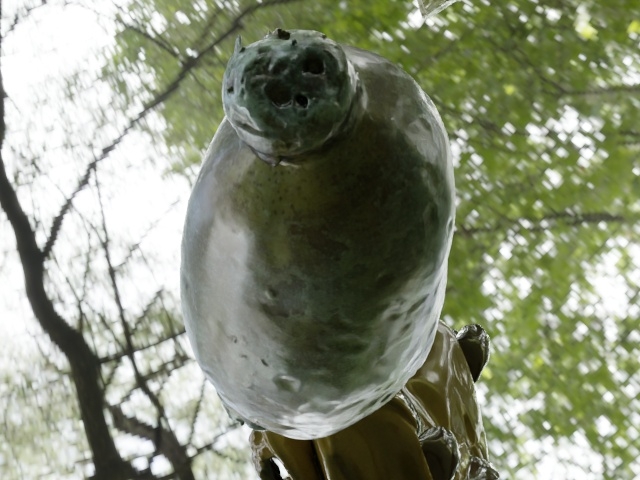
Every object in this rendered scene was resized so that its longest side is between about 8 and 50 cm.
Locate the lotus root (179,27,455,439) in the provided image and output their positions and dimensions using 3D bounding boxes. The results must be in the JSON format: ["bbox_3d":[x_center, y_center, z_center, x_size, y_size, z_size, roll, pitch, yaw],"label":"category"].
[{"bbox_3d":[0.003,0.000,0.821,0.175,0.175,0.349,-12,-30,-13],"label":"lotus root"}]

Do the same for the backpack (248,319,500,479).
[{"bbox_3d":[0.080,0.241,1.455,0.201,0.353,0.378,-19,-72,20],"label":"backpack"}]

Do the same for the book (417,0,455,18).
[{"bbox_3d":[0.130,-0.339,1.380,0.013,0.168,0.192,-5,-104,-37],"label":"book"}]
